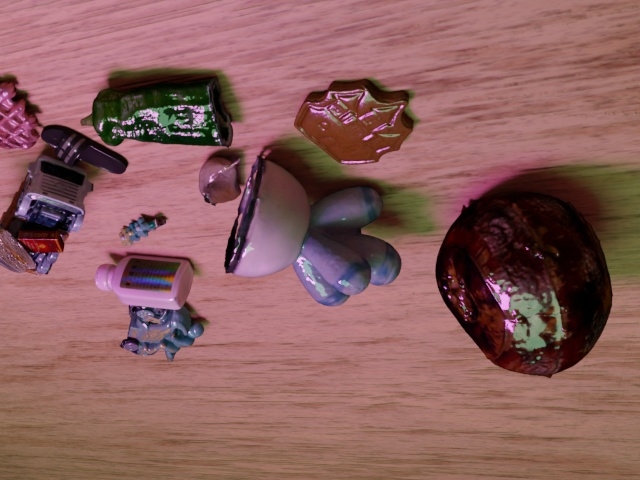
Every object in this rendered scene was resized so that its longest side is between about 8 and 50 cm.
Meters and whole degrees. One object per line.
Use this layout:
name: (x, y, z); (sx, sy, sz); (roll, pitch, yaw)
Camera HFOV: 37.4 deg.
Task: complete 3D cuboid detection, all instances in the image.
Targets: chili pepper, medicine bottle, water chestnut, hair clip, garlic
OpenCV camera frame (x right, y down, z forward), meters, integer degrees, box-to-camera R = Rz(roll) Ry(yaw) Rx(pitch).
chili pepper: (-0.302, -0.222, 1.687); (0.270, 0.099, 0.136); (1, 154, 13)
medicine bottle: (-0.409, 0.093, 2.184); (0.219, 0.115, 0.078); (5, 147, 17)
water chestnut: (0.383, 0.059, 1.702); (0.302, 0.350, 0.350); (-21, 156, -23)
hair clip: (-0.403, -0.023, 2.085); (0.049, 0.049, 0.173); (35, 144, -27)
garlic: (-0.196, -0.126, 1.829); (0.084, 0.066, 0.152); (-12, 151, -8)

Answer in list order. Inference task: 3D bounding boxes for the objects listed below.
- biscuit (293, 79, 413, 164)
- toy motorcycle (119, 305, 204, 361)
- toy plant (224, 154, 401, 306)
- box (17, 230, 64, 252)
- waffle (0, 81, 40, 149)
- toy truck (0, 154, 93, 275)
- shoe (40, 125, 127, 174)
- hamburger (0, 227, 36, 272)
biscuit: (0.067, -0.202, 1.624); (0.182, 0.034, 0.215); (36, 142, -29)
toy motorcycle: (-0.400, 0.223, 2.404); (0.198, 0.109, 0.296); (11, 146, -12)
toy plant: (0.000, 0.000, 1.790); (0.332, 0.247, 0.247); (17, 147, -11)
box: (-0.565, 0.003, 1.915); (0.082, 0.023, 0.051); (1, 148, 1)
waffle: (-0.658, -0.249, 1.831); (0.234, 0.055, 0.221); (11, 147, 5)
toy truck: (-0.591, -0.058, 1.995); (0.136, 0.162, 0.305); (20, 143, -26)
shoe: (-0.474, -0.169, 1.881); (0.179, 0.049, 0.071); (25, 145, -15)
hamburger: (-0.639, 0.023, 1.910); (0.084, 0.054, 0.121); (5, 147, 41)
